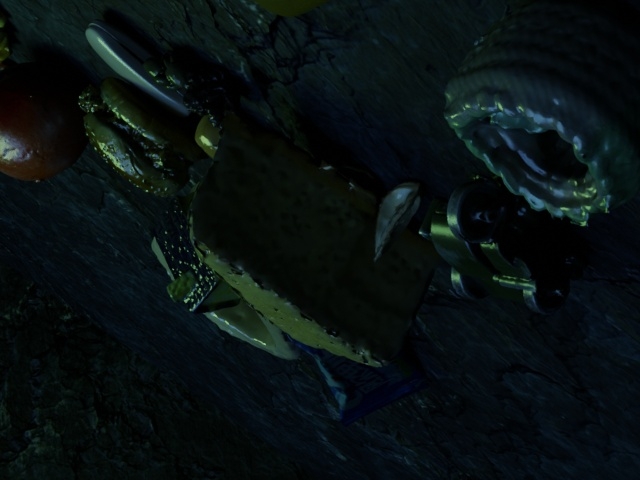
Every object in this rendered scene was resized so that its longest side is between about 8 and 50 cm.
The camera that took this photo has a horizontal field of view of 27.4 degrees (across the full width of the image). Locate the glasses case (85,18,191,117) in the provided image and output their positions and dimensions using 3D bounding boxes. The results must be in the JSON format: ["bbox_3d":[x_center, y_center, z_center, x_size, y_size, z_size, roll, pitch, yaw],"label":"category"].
[{"bbox_3d":[-0.277,-0.264,2.022,0.204,0.051,0.081,41,168,-12],"label":"glasses case"}]

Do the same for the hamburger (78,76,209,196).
[{"bbox_3d":[-0.291,-0.168,2.094,0.215,0.122,0.189,39,-170,3],"label":"hamburger"}]

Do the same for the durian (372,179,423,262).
[{"bbox_3d":[0.109,-0.027,1.824,0.052,0.130,0.066,23,-164,-27],"label":"durian"}]

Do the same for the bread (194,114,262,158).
[{"bbox_3d":[-0.135,-0.150,1.984,0.115,0.082,0.056,42,-166,-1],"label":"bread"}]

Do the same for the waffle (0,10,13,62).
[{"bbox_3d":[-0.662,-0.419,2.320,0.283,0.065,0.309,21,153,37],"label":"waffle"}]

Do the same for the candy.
[{"bbox_3d":[0.066,0.205,2.306,0.077,0.187,0.331,64,-179,43],"label":"candy"}]

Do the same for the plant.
[{"bbox_3d":[-0.185,-0.228,1.927,0.174,0.085,0.087,36,136,20],"label":"plant"}]

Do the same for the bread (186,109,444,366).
[{"bbox_3d":[0.000,0.000,1.855,0.279,0.248,0.315,19,166,30],"label":"bread"}]

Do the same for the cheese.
[{"bbox_3d":[-0.129,0.058,2.327,0.292,0.153,0.332,19,151,41],"label":"cheese"}]

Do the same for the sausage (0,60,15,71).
[{"bbox_3d":[-0.525,-0.285,2.428,0.198,0.025,0.028,31,128,18],"label":"sausage"}]

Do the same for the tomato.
[{"bbox_3d":[-0.509,-0.212,2.301,0.208,0.208,0.184,23,151,34],"label":"tomato"}]

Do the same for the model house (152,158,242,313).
[{"bbox_3d":[-0.169,-0.010,2.077,0.194,0.211,0.170,61,180,27],"label":"model house"}]

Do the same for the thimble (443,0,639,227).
[{"bbox_3d":[0.240,-0.131,1.310,0.219,0.150,0.219,32,159,14],"label":"thimble"}]

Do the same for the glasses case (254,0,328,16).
[{"bbox_3d":[0.008,-0.326,1.258,0.173,0.141,0.371,60,155,-10],"label":"glasses case"}]

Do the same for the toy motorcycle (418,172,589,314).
[{"bbox_3d":[0.221,-0.003,1.672,0.205,0.127,0.275,13,155,51],"label":"toy motorcycle"}]
